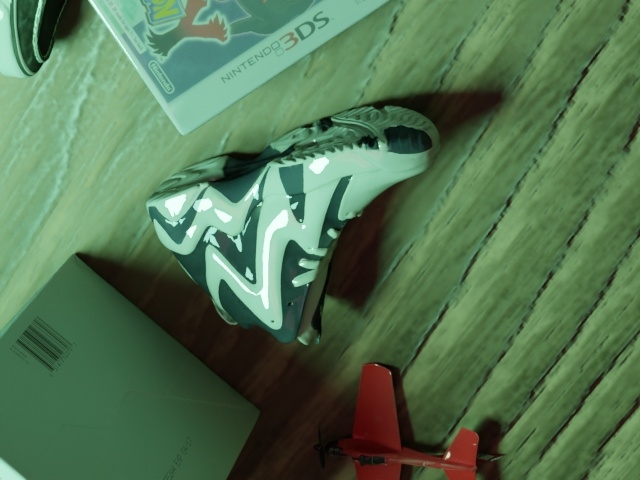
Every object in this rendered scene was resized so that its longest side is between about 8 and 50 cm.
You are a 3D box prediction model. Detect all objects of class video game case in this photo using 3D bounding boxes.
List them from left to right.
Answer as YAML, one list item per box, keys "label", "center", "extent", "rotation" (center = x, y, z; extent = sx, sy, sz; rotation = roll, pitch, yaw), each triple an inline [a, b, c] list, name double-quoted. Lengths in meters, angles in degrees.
- label: "video game case"
  center: [-0.075, -0.203, 1.191]
  extent: [0.183, 0.023, 0.201]
  rotation: [-33, 107, 2]

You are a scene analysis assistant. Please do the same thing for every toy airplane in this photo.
- label: "toy airplane"
  center: [0.068, 0.172, 1.363]
  extent: [0.151, 0.028, 0.151]
  rotation: [5, 113, 12]

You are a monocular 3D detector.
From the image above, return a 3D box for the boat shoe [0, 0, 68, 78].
- label: "boat shoe"
  center: [-0.187, -0.214, 1.224]
  extent: [0.070, 0.078, 0.219]
  rotation: [15, 115, 8]

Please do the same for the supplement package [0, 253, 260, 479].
- label: "supplement package"
  center: [-0.194, 0.169, 1.293]
  extent: [0.204, 0.262, 0.145]
  rotation: [41, 115, -6]

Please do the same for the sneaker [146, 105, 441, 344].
- label: "sneaker"
  center: [0.000, 0.000, 1.267]
  extent: [0.235, 0.094, 0.153]
  rotation: [-18, 110, 20]
